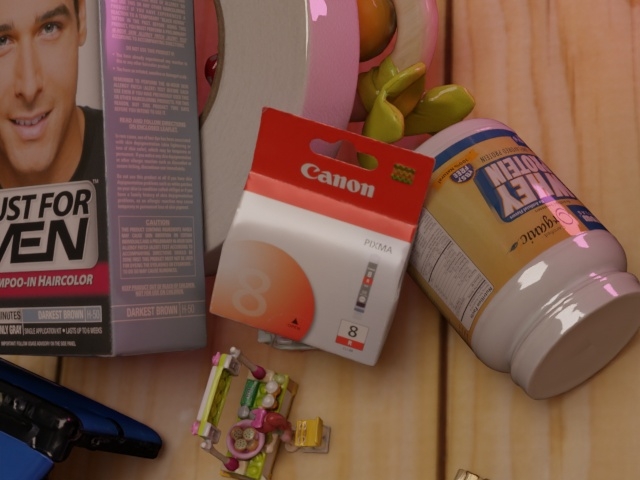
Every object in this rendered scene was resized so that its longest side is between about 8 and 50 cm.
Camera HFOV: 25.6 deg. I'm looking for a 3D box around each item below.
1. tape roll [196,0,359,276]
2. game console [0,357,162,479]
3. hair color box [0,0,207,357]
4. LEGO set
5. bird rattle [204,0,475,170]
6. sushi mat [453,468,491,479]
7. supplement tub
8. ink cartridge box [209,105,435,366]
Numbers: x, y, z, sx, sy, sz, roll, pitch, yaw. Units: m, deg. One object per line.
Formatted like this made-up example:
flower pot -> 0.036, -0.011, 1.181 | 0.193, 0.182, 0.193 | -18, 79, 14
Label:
tape roll -> -0.137, -0.163, 1.239 | 0.392, 0.072, 0.392 | 0, 90, 39
game console -> -0.327, 0.177, 1.172 | 0.293, 0.250, 0.173 | 21, 86, 25
hair color box -> -0.202, -0.093, 1.174 | 0.185, 0.114, 0.374 | -4, 88, 39
LEGO set -> -0.036, 0.187, 1.137 | 0.132, 0.107, 0.287 | -13, 64, 13
bird rattle -> 0.018, -0.168, 1.252 | 0.253, 0.143, 0.207 | 19, 103, 33
sushi mat -> 0.103, 0.341, 1.072 | 0.151, 0.019, 0.316 | 23, 76, 24
supplement tub -> 0.153, 0.014, 1.129 | 0.144, 0.144, 0.199 | -39, 61, -1
ink cartridge box -> 0.000, 0.000, 1.103 | 0.145, 0.179, 0.045 | 18, 33, 7
